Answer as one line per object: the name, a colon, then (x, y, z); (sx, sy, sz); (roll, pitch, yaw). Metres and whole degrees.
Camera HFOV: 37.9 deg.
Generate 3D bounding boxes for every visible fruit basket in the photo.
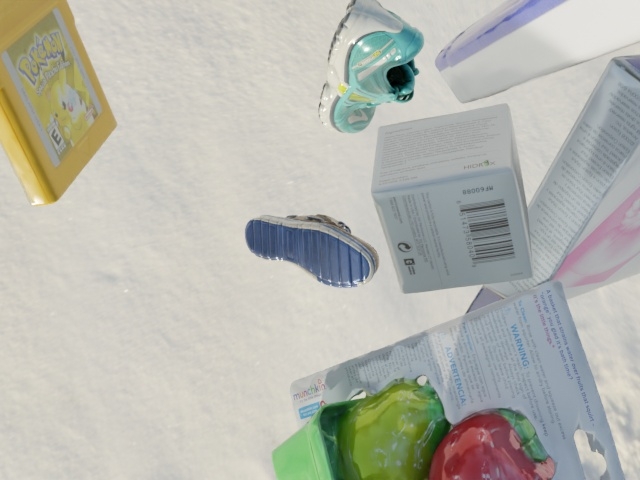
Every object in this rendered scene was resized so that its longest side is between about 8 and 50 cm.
fruit basket: (0.129, 0.244, 0.868); (0.353, 0.165, 0.327); (-26, 71, 34)

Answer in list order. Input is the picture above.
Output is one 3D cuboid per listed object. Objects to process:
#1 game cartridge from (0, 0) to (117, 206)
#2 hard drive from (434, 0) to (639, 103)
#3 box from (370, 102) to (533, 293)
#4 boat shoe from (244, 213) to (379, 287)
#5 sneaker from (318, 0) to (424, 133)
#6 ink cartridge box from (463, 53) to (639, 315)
game cartridge: (-0.431, -0.258, 1.423); (0.053, 0.285, 0.323); (-7, 121, 15)
hard drive: (0.170, -0.142, 0.382); (0.210, 0.319, 0.040); (-35, 95, -2)
box: (0.097, -0.030, 0.679); (0.102, 0.087, 0.101); (-8, 129, 16)
boat shoe: (0.000, 0.000, 1.033); (0.183, 0.066, 0.066); (20, 118, 38)
sneaker: (0.064, -0.198, 1.165); (0.110, 0.275, 0.107); (26, 74, 4)
ink cartridge box: (0.318, -0.035, 0.887); (0.071, 0.324, 0.330); (50, 138, 32)
